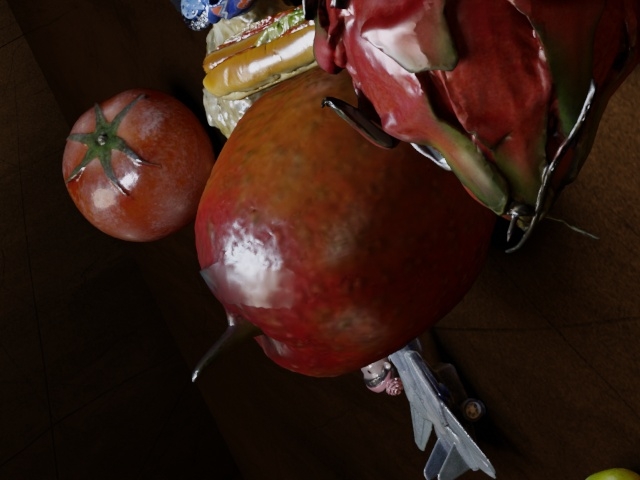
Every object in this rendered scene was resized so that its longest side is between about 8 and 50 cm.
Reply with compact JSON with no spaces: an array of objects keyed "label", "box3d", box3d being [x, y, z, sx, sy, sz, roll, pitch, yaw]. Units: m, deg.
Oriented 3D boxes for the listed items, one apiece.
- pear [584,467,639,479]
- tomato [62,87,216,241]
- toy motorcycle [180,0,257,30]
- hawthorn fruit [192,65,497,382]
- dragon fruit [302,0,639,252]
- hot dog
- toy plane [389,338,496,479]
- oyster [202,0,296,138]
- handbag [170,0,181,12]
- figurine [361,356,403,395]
[{"label":"pear","box3d":[0.298,0.275,1.023,0.097,0.092,0.092,23,139,61]},{"label":"tomato","box3d":[-0.304,-0.126,1.768,0.265,0.265,0.265,51,160,27]},{"label":"toy motorcycle","box3d":[-0.100,-0.318,1.094,0.114,0.076,0.205,33,117,36]},{"label":"hawthorn fruit","box3d":[0.000,0.000,0.985,0.284,0.369,0.285,34,160,14]},{"label":"dragon fruit","box3d":[0.117,-0.134,0.674,0.293,0.233,0.234,66,162,-3]},{"label":"hot dog","box3d":[-0.029,-0.207,1.041,0.235,0.092,0.062,-18,123,35]},{"label":"toy plane","box3d":[0.141,0.180,1.319,0.267,0.088,0.212,70,160,-4]},{"label":"oyster","box3d":[-0.051,-0.183,1.200,0.110,0.166,0.341,-136,40,-63]},{"label":"handbag","box3d":[-0.211,-0.421,1.326,0.211,0.088,0.254,15,136,63]},{"label":"figurine","box3d":[0.082,0.166,1.502,0.072,0.054,0.129,-10,102,56]}]
